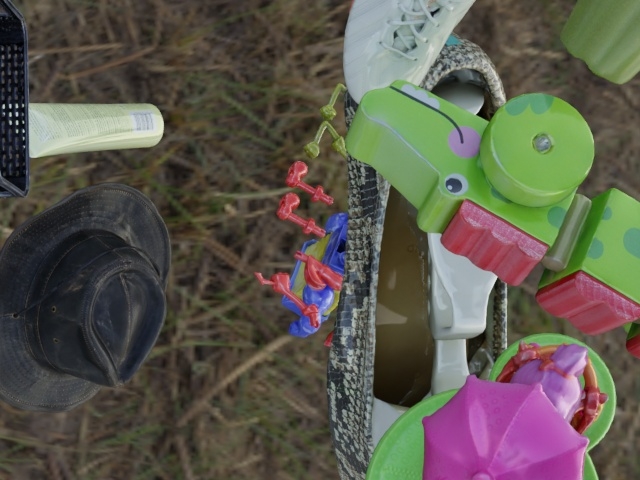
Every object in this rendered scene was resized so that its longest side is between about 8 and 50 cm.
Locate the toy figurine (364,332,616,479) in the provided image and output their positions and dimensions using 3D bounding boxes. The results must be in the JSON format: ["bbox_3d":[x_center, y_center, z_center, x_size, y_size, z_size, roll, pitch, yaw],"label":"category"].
[{"bbox_3d":[0.101,0.100,0.703,0.130,0.159,0.173,34,73,11],"label":"toy figurine"}]

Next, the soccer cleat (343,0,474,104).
[{"bbox_3d":[0.071,-0.163,0.897,0.068,0.076,0.196,13,116,-29],"label":"soccer cleat"}]

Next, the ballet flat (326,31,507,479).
[{"bbox_3d":[0.094,0.065,1.187,0.164,0.182,0.483,-5,104,-16],"label":"ballet flat"}]

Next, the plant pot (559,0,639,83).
[{"bbox_3d":[0.187,-0.139,0.854,0.083,0.083,0.079,15,124,-36],"label":"plant pot"}]

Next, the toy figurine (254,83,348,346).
[{"bbox_3d":[0.000,0.000,1.910,0.191,0.217,0.362,27,56,-13],"label":"toy figurine"}]

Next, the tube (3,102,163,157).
[{"bbox_3d":[-0.313,-0.150,1.880,0.240,0.070,0.062,-9,106,-52],"label":"tube"}]

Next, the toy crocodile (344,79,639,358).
[{"bbox_3d":[0.167,0.008,0.872,0.340,0.115,0.105,29,68,-3],"label":"toy crocodile"}]

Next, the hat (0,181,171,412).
[{"bbox_3d":[-0.282,0.099,1.857,0.331,0.134,0.331,-29,133,-36],"label":"hat"}]

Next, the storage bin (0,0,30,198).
[{"bbox_3d":[-0.325,-0.133,1.319,0.084,0.122,0.180,-2,82,1],"label":"storage bin"}]
